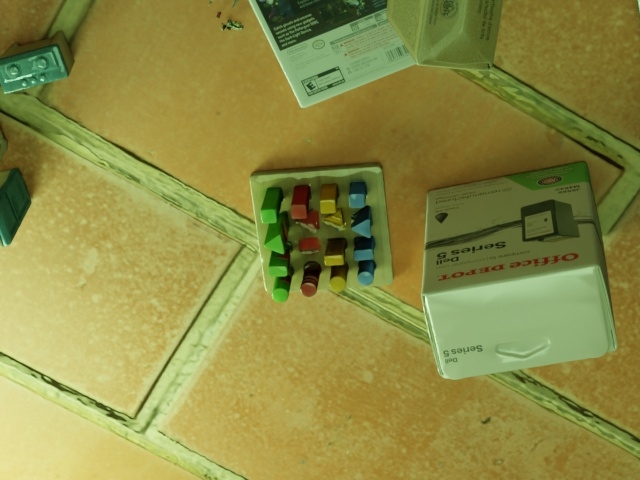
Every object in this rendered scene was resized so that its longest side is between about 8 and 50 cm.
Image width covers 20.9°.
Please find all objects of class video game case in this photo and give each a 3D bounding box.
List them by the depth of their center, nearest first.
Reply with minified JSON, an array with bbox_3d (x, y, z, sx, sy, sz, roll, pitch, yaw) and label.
[{"bbox_3d":[0.029,-0.261,1.984,0.190,0.022,0.173,-20,113,15],"label":"video game case"}]

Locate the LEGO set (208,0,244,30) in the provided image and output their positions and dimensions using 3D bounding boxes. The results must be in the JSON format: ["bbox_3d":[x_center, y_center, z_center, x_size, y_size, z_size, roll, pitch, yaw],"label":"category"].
[{"bbox_3d":[-0.109,-0.280,1.988,0.054,0.023,0.083,18,136,19],"label":"LEGO set"}]

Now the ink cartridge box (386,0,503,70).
[{"bbox_3d":[0.140,-0.319,1.835,0.088,0.193,0.235,4,113,-9],"label":"ink cartridge box"}]

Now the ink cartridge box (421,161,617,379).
[{"bbox_3d":[0.224,0.030,1.970,0.198,0.273,0.115,-10,115,10],"label":"ink cartridge box"}]

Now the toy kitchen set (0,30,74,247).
[{"bbox_3d":[-0.350,-0.117,2.033,0.166,0.122,0.207,-13,115,11],"label":"toy kitchen set"}]

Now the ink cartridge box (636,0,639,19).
[{"bbox_3d":[0.408,-0.266,1.923,0.109,0.063,0.150,-11,115,10],"label":"ink cartridge box"}]

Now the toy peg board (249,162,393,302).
[{"bbox_3d":[0.000,0.000,2.085,0.160,0.079,0.161,-4,117,7],"label":"toy peg board"}]
